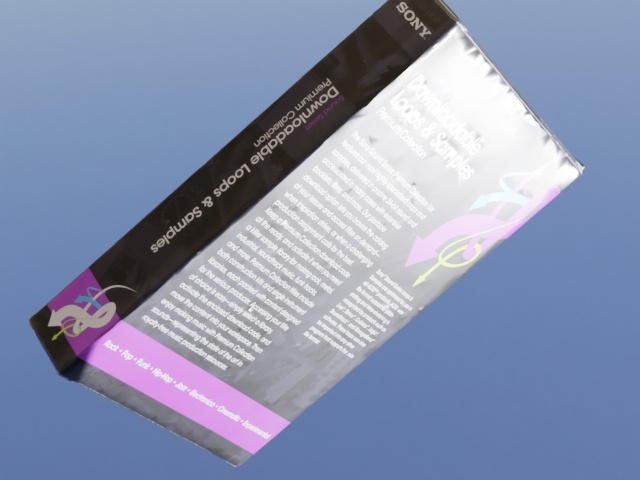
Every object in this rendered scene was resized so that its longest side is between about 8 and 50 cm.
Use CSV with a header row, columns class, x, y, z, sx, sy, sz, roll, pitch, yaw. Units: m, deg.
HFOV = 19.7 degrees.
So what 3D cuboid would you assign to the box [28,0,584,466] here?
class,x,y,z,sx,sy,sz,roll,pitch,yaw
box,0.000,0.000,0.598,0.162,0.029,0.116,-40,147,7
